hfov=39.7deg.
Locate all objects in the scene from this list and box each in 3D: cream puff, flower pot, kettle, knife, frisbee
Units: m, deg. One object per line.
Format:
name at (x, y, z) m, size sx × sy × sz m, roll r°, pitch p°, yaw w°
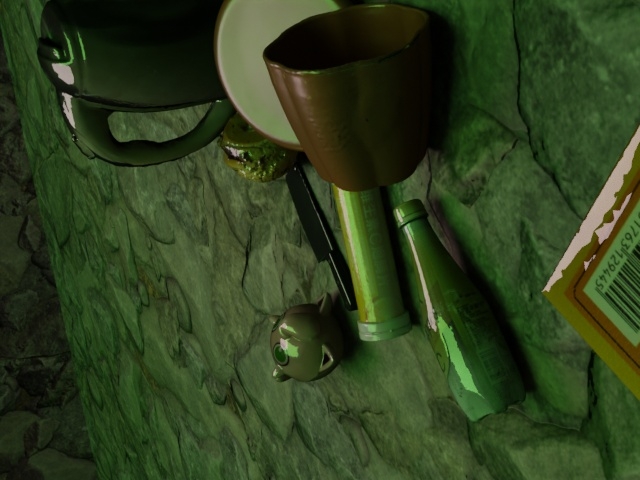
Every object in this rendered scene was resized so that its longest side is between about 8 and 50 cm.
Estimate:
cream puff at (-0.086, -0.139, 1.314) m, size 0.104 × 0.119 × 0.133 m, roll 70°, pitch 173°, yaw -48°
flower pot at (0.046, -0.161, 1.021) m, size 0.191 × 0.191 × 0.173 m, roll 34°, pitch 148°, yaw 49°
kettle at (-0.246, -0.260, 1.298) m, size 0.228 × 0.324 × 0.320 m, roll 38°, pitch 137°, yaw 46°
knife at (0.000, 0.000, 1.347) m, size 0.245 × 0.019 × 0.072 m, roll 67°, pitch 156°, yaw 14°
frisbee at (-0.038, -0.232, 1.159) m, size 0.251 × 0.021 × 0.250 m, roll 15°, pitch 122°, yaw 25°

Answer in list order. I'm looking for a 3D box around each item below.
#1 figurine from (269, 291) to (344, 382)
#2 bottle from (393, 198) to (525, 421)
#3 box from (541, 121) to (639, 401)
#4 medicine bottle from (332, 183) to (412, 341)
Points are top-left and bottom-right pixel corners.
figurine at (-0.023, 0.155, 1.364) m, size 0.138 × 0.125 × 0.125 m, roll -38°, pitch 72°, yaw 47°
bottle at (0.154, 0.077, 1.047) m, size 0.269 × 0.083 × 0.083 m, roll 67°, pitch 151°, yaw 13°
box at (0.327, -0.024, 0.496) m, size 0.213 × 0.260 × 0.283 m, roll 55°, pitch 148°, yaw 30°
medicine bottle at (0.066, 0.021, 1.183) m, size 0.074 × 0.074 × 0.218 m, roll 1°, pitch 106°, yaw 60°
